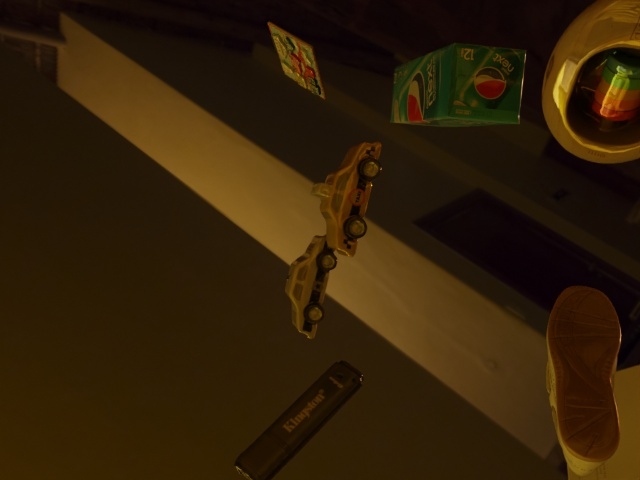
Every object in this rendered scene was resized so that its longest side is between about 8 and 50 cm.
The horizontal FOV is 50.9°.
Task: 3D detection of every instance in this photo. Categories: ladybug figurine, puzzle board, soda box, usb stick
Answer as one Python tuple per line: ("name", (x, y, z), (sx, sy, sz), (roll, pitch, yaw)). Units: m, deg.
("ladybug figurine", (0.626, -0.349, 1.377), (0.449, 0.305, 0.162), (90, -158, -57))
("puzzle board", (-0.039, -0.292, 1.103), (0.011, 0.096, 0.128), (-48, -24, -13))
("soda box", (0.132, -0.153, 0.692), (0.210, 0.071, 0.067), (-136, 49, -79))
("usb stick", (-0.034, 0.322, 1.201), (0.278, 0.077, 0.045), (-40, -47, -27))

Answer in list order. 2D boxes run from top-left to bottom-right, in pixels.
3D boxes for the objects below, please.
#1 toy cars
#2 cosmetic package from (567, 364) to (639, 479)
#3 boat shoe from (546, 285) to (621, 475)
("toy cars", (0.000, 0.000, 1.137), (0.176, 0.087, 0.394), (-88, 16, -48))
("cosmetic package", (0.619, 0.323, 1.147), (0.385, 0.156, 0.217), (-32, 40, 47))
("boat shoe", (0.359, 0.190, 0.941), (0.096, 0.098, 0.277), (82, -158, -48))
